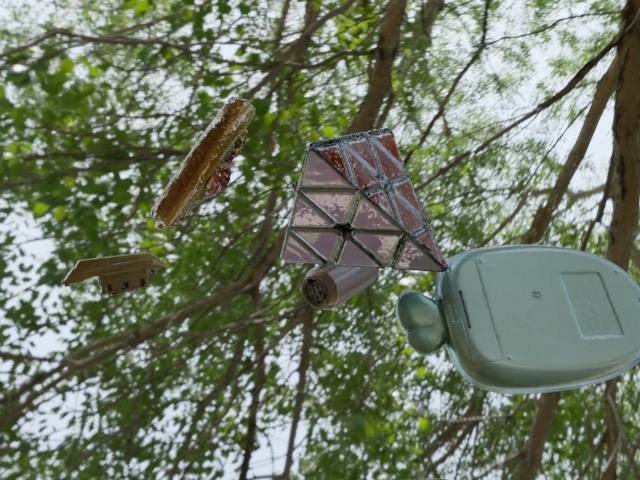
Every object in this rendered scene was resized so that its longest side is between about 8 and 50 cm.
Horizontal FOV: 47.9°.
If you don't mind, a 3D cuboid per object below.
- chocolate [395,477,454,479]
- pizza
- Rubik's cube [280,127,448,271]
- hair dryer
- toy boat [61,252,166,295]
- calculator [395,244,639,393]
[{"bbox_3d":[0.131,0.520,1.198,0.186,0.283,0.283,18,-59,-18],"label":"chocolate"},{"bbox_3d":[-0.146,-0.086,0.911,0.062,0.199,0.188,37,-97,-11],"label":"pizza"},{"bbox_3d":[-0.003,-0.036,0.827,0.178,0.190,0.211,-37,-130,26],"label":"Rubik's cube"},{"bbox_3d":[0.000,0.000,1.010,0.064,0.117,0.182,-29,-92,43],"label":"hair dryer"},{"bbox_3d":[-0.409,0.069,1.430,0.057,0.200,0.077,-177,-99,-69],"label":"toy boat"},{"bbox_3d":[0.233,0.083,0.815,0.295,0.184,0.042,-3,-35,-7],"label":"calculator"}]
